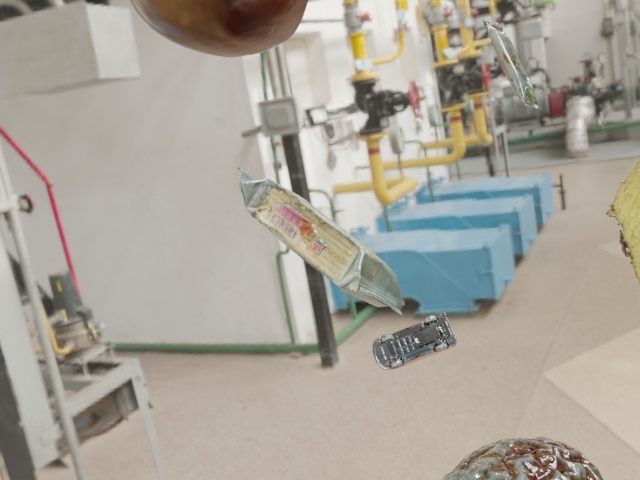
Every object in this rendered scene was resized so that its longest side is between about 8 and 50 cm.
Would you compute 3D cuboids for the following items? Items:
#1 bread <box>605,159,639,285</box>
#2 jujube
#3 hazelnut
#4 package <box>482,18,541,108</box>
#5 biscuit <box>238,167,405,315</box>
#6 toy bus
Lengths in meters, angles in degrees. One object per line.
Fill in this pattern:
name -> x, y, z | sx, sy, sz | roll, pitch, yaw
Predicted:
bread -> 0.622, -0.021, 1.248 | 0.147, 0.160, 0.260 | 7, 46, -11
jujube -> 0.264, 0.376, 0.955 | 0.226, 0.226, 0.317 | -2, -9, 36
hazelnut -> -0.160, -0.465, 1.124 | 0.315, 0.372, 0.372 | 18, 28, 36
package -> 0.201, -0.184, 0.758 | 0.037, 0.110, 0.015 | -2, -23, -45
biscuit -> 0.002, 0.001, 1.152 | 0.309, 0.079, 0.186 | 37, 0, 34
toy bus -> 0.200, 0.222, 1.535 | 0.174, 0.079, 0.077 | -23, -22, 8
